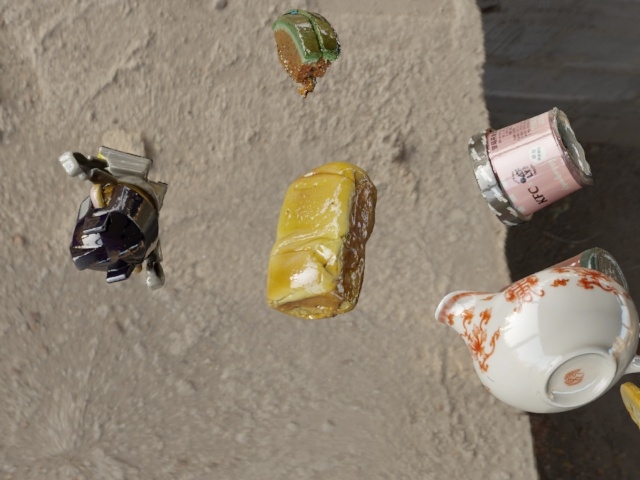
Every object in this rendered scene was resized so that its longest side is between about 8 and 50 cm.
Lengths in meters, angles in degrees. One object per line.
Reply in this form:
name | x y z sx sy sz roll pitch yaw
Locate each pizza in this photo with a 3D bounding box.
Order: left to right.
pizza | 0.573 0.343 1.346 0.034 0.181 0.262 -34 92 5

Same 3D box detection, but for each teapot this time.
teapot | 0.239 0.100 0.785 0.245 0.116 0.159 11 109 -23

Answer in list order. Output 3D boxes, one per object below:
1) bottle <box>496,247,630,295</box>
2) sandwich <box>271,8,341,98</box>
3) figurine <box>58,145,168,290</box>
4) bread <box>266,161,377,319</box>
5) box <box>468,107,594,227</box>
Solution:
bottle | 0.466 0.136 1.710 0.144 0.336 0.144 23 54 -36
sandwich | -0.047 -0.398 1.651 0.079 0.159 0.235 -1 46 -26
figurine | -0.364 -0.045 1.474 0.143 0.308 0.308 -40 89 18
bread | 0.000 0.000 1.483 0.132 0.167 0.294 54 40 -41
box | 0.310 -0.111 1.179 0.151 0.135 0.151 40 38 -40
